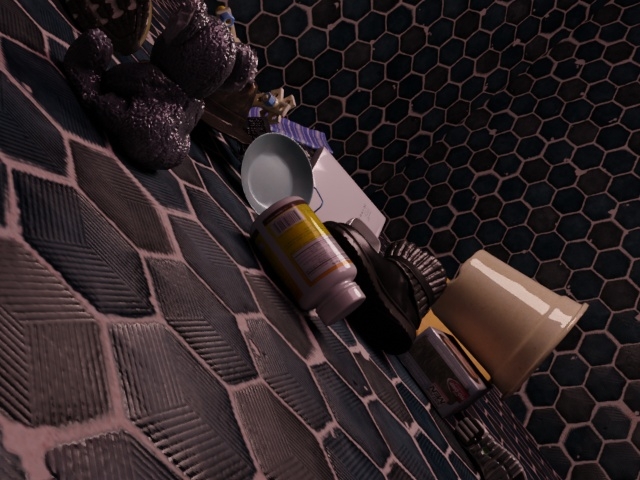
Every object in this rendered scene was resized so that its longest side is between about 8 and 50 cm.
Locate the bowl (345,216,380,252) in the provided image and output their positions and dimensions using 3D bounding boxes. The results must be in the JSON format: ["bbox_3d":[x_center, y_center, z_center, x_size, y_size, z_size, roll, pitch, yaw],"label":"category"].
[{"bbox_3d":[0.096,0.020,1.903,0.053,0.142,0.142,-6,-42,46],"label":"bowl"}]

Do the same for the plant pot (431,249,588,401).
[{"bbox_3d":[0.476,0.201,1.797,0.305,0.333,0.334,40,5,17],"label":"plant pot"}]

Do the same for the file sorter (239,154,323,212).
[{"bbox_3d":[-0.088,-0.125,1.553,0.170,0.104,0.118,47,10,-30],"label":"file sorter"}]

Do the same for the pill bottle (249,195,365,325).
[{"bbox_3d":[-0.019,0.037,1.151,0.215,0.117,0.117,53,8,15],"label":"pill bottle"}]

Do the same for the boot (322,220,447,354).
[{"bbox_3d":[0.135,0.054,1.500,0.347,0.131,0.260,57,42,-17],"label":"boot"}]

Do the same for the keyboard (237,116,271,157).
[{"bbox_3d":[-0.159,-0.234,1.645,0.038,0.100,0.191,104,-26,-56],"label":"keyboard"}]

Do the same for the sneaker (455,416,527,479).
[{"bbox_3d":[0.400,0.501,1.500,0.132,0.086,0.228,46,8,-46],"label":"sneaker"}]

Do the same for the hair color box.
[{"bbox_3d":[0.326,0.337,1.725,0.185,0.114,0.374,53,9,20],"label":"hair color box"}]

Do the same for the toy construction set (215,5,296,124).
[{"bbox_3d":[-0.218,-0.405,1.695,0.328,0.215,0.151,44,11,-42],"label":"toy construction set"}]

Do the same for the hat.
[{"bbox_3d":[-0.222,-0.330,1.469,0.331,0.134,0.331,38,6,-5],"label":"hat"}]

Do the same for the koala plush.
[{"bbox_3d":[-0.204,-0.229,0.951,0.203,0.221,0.196,57,9,34],"label":"koala plush"}]

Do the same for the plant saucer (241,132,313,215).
[{"bbox_3d":[-0.098,-0.130,1.429,0.038,0.194,0.195,-4,-42,48],"label":"plant saucer"}]

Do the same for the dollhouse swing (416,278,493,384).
[{"bbox_3d":[0.384,0.356,2.152,0.346,0.305,0.315,52,-33,9],"label":"dollhouse swing"}]

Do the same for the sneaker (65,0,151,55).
[{"bbox_3d":[-0.407,-0.476,1.315,0.410,0.158,0.182,61,-5,31],"label":"sneaker"}]

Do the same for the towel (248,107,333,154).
[{"bbox_3d":[-0.124,-0.382,2.239,0.336,0.040,0.243,20,18,-14],"label":"towel"}]

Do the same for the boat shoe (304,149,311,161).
[{"bbox_3d":[-0.080,-0.243,2.122,0.113,0.105,0.306,56,9,30],"label":"boat shoe"}]

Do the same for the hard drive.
[{"bbox_3d":[0.056,-0.087,1.950,0.318,0.040,0.210,46,53,-30],"label":"hard drive"}]
